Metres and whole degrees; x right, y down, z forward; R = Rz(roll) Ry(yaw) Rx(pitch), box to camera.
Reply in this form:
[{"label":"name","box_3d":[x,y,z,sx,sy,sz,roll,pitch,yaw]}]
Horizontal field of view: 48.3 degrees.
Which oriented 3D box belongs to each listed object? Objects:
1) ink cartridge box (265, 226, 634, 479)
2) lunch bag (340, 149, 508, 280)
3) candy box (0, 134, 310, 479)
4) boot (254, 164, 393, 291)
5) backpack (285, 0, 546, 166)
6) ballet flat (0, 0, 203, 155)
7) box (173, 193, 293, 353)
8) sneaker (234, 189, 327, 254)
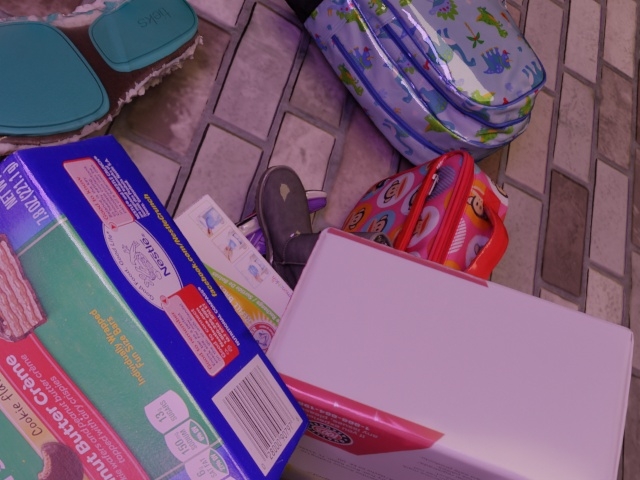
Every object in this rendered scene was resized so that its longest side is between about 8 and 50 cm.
[{"label":"ink cartridge box","box_3d":[0.092,0.186,0.719,0.279,0.385,0.160,18,59,7]},{"label":"lunch bag","box_3d":[0.118,0.030,0.902,0.120,0.258,0.293,42,55,-24]},{"label":"candy box","box_3d":[-0.215,0.123,0.528,0.268,0.317,0.122,55,21,0]},{"label":"boot","box_3d":[0.002,-0.001,0.831,0.076,0.208,0.190,-11,95,-26]},{"label":"backpack","box_3d":[0.164,-0.277,1.075,0.290,0.273,0.355,-28,98,-40]},{"label":"ballet flat","box_3d":[-0.281,-0.179,0.802,0.147,0.147,0.409,49,38,-4]},{"label":"box","box_3d":[-0.120,0.066,0.850,0.203,0.114,0.103,49,57,-5]},{"label":"sneaker","box_3d":[-0.058,-0.014,0.955,0.170,0.068,0.071,-33,103,-24]}]
